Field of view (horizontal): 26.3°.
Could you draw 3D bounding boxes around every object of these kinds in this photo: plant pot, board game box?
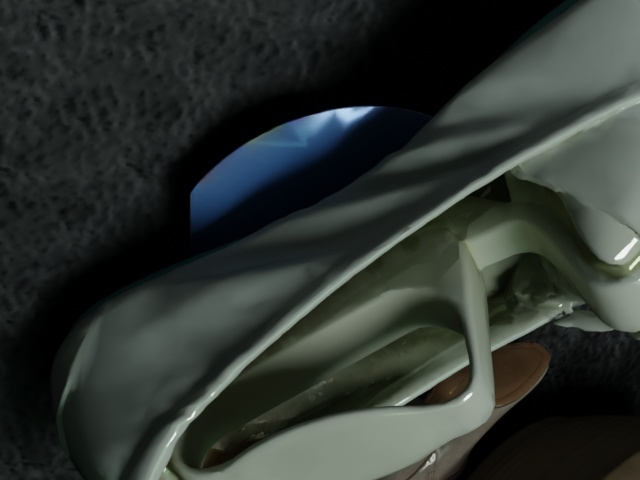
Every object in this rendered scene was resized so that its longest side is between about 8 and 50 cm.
[{"bbox_3d":[0.150,0.184,0.827,0.237,0.110,0.237,-27,141,-25],"label":"plant pot"},{"bbox_3d":[0.000,0.000,0.648,0.133,0.033,0.169,-8,130,-14],"label":"board game box"}]

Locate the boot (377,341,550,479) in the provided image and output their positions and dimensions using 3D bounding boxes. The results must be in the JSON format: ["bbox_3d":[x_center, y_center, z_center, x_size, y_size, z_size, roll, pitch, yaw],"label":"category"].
[{"bbox_3d":[0.077,0.111,0.788,0.118,0.042,0.087,-20,138,-20],"label":"boot"}]

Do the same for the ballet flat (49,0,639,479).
[{"bbox_3d":[0.071,0.012,0.575,0.400,0.139,0.139,-30,136,5],"label":"ballet flat"}]
